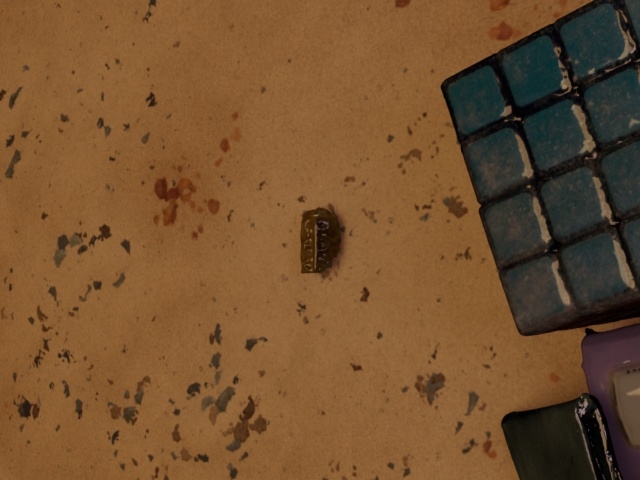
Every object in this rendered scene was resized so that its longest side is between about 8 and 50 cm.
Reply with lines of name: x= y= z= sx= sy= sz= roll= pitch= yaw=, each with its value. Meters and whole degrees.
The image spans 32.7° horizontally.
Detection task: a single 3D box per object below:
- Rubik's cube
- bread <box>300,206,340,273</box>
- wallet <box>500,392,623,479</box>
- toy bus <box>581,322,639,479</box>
Rubik's cube: x=0.405 y=-0.097 z=1.334 sx=0.344 sy=0.344 sz=0.337 roll=-27 pitch=74 yaw=36
bread: x=0.000 y=0.000 z=1.805 sx=0.066 sy=0.060 sz=0.110 roll=0 pitch=88 yaw=22
wallet: x=0.320 y=0.305 z=1.432 sx=0.046 sy=0.379 sz=0.190 roll=-14 pitch=79 yaw=-6
toy bus: x=0.539 y=0.164 z=1.308 sx=0.440 sy=0.249 sz=0.209 roll=-18 pitch=81 yaw=34
